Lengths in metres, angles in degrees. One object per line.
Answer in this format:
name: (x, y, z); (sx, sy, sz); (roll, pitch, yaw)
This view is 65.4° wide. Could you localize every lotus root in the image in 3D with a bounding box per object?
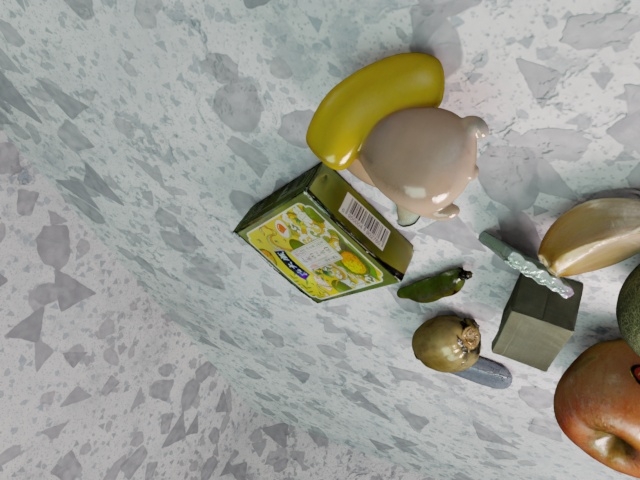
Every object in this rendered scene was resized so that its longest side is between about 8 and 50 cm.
lotus root: (0.382, 0.337, 1.598); (0.183, 0.182, 0.310); (35, 153, -7)

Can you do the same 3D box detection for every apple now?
apple: (0.785, 0.406, 1.254); (0.338, 0.305, 0.338); (32, 148, 23)

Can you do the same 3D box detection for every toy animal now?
toy animal: (0.172, -0.206, 1.001); (0.345, 0.277, 0.247); (29, 178, 21)

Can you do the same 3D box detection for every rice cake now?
rice cake: (0.468, 0.050, 1.150); (0.189, 0.037, 0.198); (30, -168, 0)

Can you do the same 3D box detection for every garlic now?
garlic: (0.564, -0.004, 0.991); (0.245, 0.164, 0.145); (-31, 97, 47)

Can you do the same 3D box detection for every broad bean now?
broad bean: (0.333, 0.138, 1.454); (0.077, 0.061, 0.339); (45, 144, -9)

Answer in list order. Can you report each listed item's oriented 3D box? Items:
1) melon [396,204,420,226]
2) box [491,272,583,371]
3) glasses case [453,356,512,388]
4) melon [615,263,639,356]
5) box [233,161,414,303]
melon: (0.222, -0.093, 1.241); (0.098, 0.054, 0.182); (18, 145, 29)
box: (0.553, 0.205, 1.291); (0.155, 0.149, 0.231); (18, 145, 19)
glasses case: (0.511, 0.436, 1.711); (0.282, 0.067, 0.109); (18, 142, 22)
melon: (0.727, 0.122, 0.958); (0.249, 0.248, 0.329); (22, 141, 12)
box: (0.000, 0.000, 1.459); (0.373, 0.138, 0.420); (42, 146, -19)
